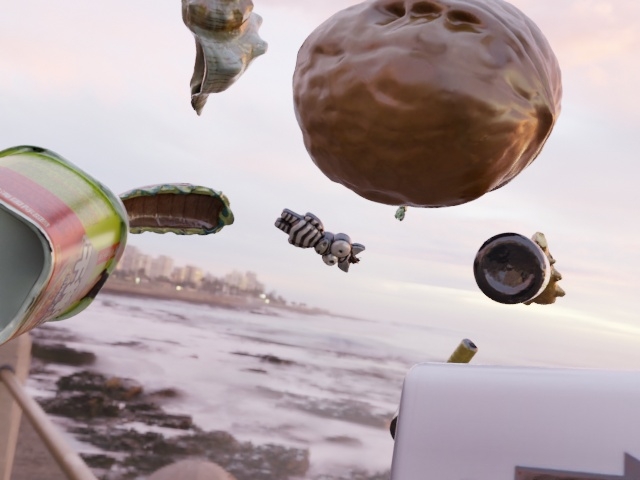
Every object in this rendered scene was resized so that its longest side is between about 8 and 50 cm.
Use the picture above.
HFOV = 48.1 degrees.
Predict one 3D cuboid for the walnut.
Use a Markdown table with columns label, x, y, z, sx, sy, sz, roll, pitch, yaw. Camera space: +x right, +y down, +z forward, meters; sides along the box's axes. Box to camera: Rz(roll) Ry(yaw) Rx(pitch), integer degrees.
| label | x | y | z | sx | sy | sz | roll | pitch | yaw |
| --- | --- | --- | --- | --- | --- | --- | --- | --- | --- |
| walnut | 0.156 | -0.214 | 1.065 | 0.397 | 0.354 | 0.308 | 13 | -41 | 33 |

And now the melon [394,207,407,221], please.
| label | x | y | z | sx | sy | sz | roll | pitch | yaw |
| --- | --- | --- | --- | --- | --- | --- | --- | --- | --- |
| melon | 0.161 | -0.168 | 1.416 | 0.053 | 0.262 | 0.114 | -4 | -3 | 11 |

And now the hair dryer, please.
| label | x | y | z | sx | sy | sz | roll | pitch | yaw |
| --- | --- | --- | --- | --- | --- | --- | --- | --- | --- |
| hair dryer | 0.258 | 0.322 | 1.577 | 0.090 | 0.279 | 0.135 | 34 | 25 | 7 |

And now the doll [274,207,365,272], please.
| label | x | y | z | sx | sy | sz | roll | pitch | yaw |
| --- | --- | --- | --- | --- | --- | --- | --- | --- | --- |
| doll | 0.000 | 0.000 | 1.607 | 0.219 | 0.091 | 0.067 | 29 | 30 | -15 |

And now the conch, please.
| label | x | y | z | sx | sy | sz | roll | pitch | yaw |
| --- | --- | --- | --- | --- | --- | --- | --- | --- | --- |
| conch | -0.189 | -0.392 | 1.430 | 0.169 | 0.203 | 0.386 | -1 | -43 | -5 |

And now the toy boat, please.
| label | x | y | z | sx | sy | sz | roll | pitch | yaw |
| --- | --- | --- | --- | --- | --- | --- | --- | --- | --- |
| toy boat | -0.303 | -0.054 | 1.309 | 0.292 | 0.109 | 0.099 | -6 | 40 | -33 |

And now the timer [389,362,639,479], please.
| label | x | y | z | sx | sy | sz | roll | pitch | yaw |
| --- | --- | --- | --- | --- | --- | --- | --- | --- | --- |
| timer | 0.162 | 0.196 | 0.451 | 0.194 | 0.193 | 0.194 | -4 | -29 | 30 |

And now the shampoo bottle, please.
| label | x | y | z | sx | sy | sz | roll | pitch | yaw |
| --- | --- | --- | --- | --- | --- | --- | --- | --- | --- |
| shampoo bottle | 0.301 | 0.046 | 1.106 | 0.101 | 0.101 | 0.284 | 7 | -1 | 19 |

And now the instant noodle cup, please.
| label | x | y | z | sx | sy | sz | roll | pitch | yaw |
| --- | --- | --- | --- | --- | --- | --- | --- | --- | --- |
| instant noodle cup | -0.455 | 0.011 | 1.045 | 0.293 | 0.294 | 0.308 | 9 | 9 | -4 |

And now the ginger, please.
| label | x | y | z | sx | sy | sz | roll | pitch | yaw |
| --- | --- | --- | --- | --- | --- | --- | --- | --- | --- |
| ginger | 0.499 | 0.083 | 1.641 | 0.081 | 0.206 | 0.115 | -21 | 48 | -22 |
